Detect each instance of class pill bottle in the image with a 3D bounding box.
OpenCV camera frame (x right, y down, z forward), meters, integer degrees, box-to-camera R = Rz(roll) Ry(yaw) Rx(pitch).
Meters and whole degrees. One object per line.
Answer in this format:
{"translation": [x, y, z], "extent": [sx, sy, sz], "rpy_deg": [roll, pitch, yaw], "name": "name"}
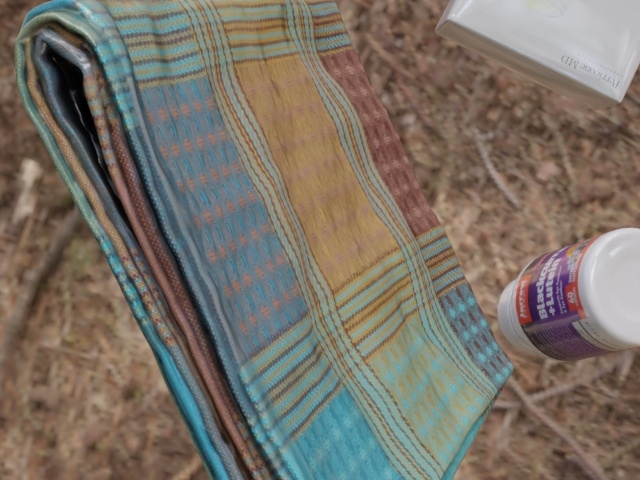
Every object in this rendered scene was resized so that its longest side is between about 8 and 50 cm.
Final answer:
{"translation": [0.246, 0.057, 1.457], "extent": [0.193, 0.108, 0.108], "rpy_deg": [153, 127, -66], "name": "pill bottle"}

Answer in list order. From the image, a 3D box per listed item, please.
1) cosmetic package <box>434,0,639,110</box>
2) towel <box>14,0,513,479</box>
{"translation": [0.287, -0.302, 1.828], "extent": [0.138, 0.224, 0.224], "rpy_deg": [-135, 70, -87], "name": "cosmetic package"}
{"translation": [0.000, 0.000, 0.740], "extent": [0.040, 0.370, 0.271], "rpy_deg": [-25, 93, 20], "name": "towel"}
